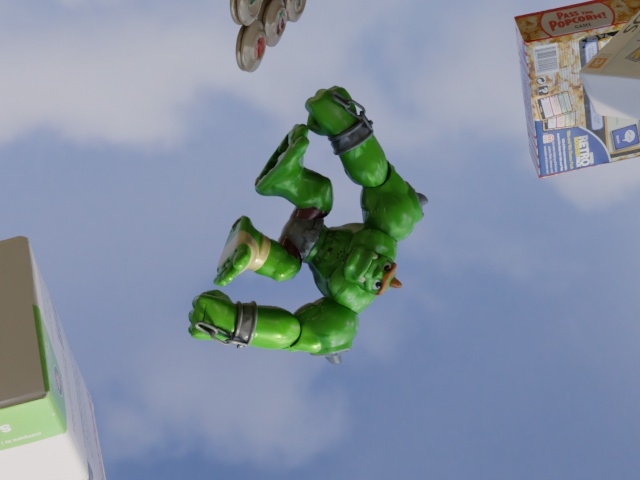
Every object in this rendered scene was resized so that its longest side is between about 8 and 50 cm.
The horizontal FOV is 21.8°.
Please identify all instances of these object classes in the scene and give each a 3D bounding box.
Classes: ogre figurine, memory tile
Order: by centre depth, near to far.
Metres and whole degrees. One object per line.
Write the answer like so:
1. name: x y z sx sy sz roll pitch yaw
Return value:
1. memory tile: -0.029 -0.194 1.161 0.012 0.113 0.148 10 -142 20
2. ogre figurine: 0.000 0.000 1.182 0.097 0.118 0.197 -26 -143 61

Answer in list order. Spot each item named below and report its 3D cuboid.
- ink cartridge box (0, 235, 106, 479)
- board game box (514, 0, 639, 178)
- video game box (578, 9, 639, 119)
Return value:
1. ink cartridge box: -0.293 0.162 1.613 0.115 0.273 0.198 -14 -130 -3
2. board game box: 0.272 -0.141 1.433 0.193 0.147 0.045 -11 -142 1
3. video game box: 0.314 -0.151 1.169 0.187 0.048 0.205 -46 -148 -23
